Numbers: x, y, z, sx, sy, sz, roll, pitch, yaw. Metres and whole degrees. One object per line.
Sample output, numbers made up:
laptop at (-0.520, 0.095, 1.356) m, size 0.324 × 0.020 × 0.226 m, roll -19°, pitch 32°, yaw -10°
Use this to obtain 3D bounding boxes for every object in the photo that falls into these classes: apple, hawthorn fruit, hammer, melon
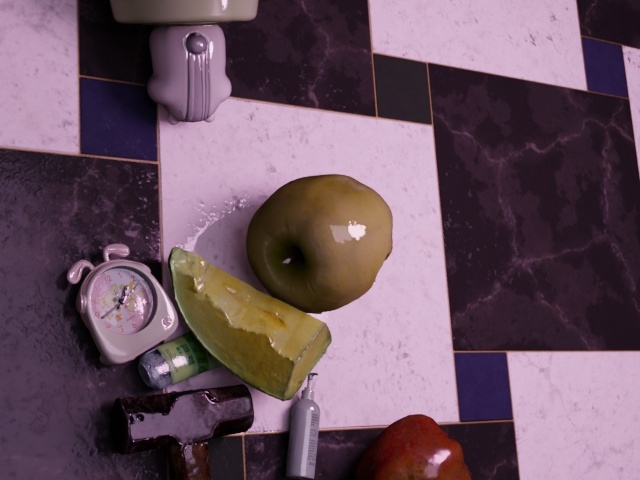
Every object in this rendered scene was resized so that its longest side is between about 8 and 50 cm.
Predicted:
apple at (0.000, 0.000, 1.826) m, size 0.279 × 0.279 × 0.279 m, roll 8°, pitch 74°, yaw -30°
hawthorn fruit at (0.152, 0.451, 1.859) m, size 0.248 × 0.208 × 0.208 m, roll -26°, pitch 92°, yaw -17°
hammer at (-0.217, 0.455, 1.696) m, size 0.242 × 0.095 × 0.409 m, roll -6°, pitch 87°, yaw -32°
melon at (-0.144, 0.134, 1.768) m, size 0.323 × 0.124 × 0.196 m, roll 34°, pitch 38°, yaw 6°

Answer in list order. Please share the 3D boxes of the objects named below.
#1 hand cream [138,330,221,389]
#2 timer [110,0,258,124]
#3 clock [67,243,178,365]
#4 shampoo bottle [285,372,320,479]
hand cream at (-0.239, 0.205, 1.754) m, size 0.175 × 0.046 × 0.095 m, roll -21°, pitch 81°, yaw -37°
timer at (-0.243, -0.370, 1.801) m, size 0.290 × 0.291 × 0.315 m, roll -10°, pitch 107°, yaw -33°
clock at (-0.346, 0.106, 1.705) m, size 0.151 × 0.062 × 0.191 m, roll -31°, pitch 94°, yaw -33°
shampoo bottle at (-0.029, 0.343, 1.844) m, size 0.056 × 0.056 × 0.195 m, roll 16°, pitch 69°, yaw -27°
